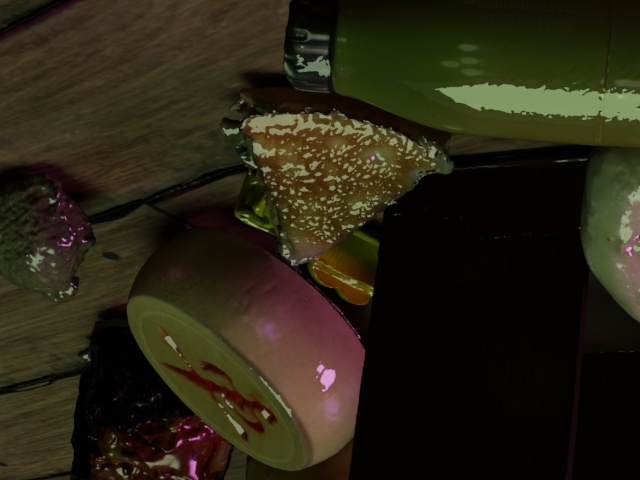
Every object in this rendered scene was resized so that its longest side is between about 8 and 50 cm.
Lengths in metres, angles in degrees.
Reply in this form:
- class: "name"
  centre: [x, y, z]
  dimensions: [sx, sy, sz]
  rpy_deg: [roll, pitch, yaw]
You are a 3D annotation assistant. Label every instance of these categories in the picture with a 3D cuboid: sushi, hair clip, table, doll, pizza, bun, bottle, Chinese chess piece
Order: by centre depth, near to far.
- class: "bottle"
  centre: [0.108, -0.124, 1.163]
  dimensions: [0.260, 0.112, 0.112]
  rpy_deg: [5, 156, 9]
- class: "bun"
  centre: [0.293, -0.034, 1.273]
  dimensions: [0.231, 0.133, 0.231]
  rpy_deg: [-1, 132, -1]
- class: "pizza"
  centre: [0.002, -0.051, 1.410]
  dimensions: [0.185, 0.052, 0.195]
  rpy_deg: [14, 139, -8]
- class: "table"
  centre: [0.171, 0.108, 1.445]
  dimensions: [0.196, 0.282, 0.250]
  rpy_deg: [-3, 153, 25]
- class: "hair clip"
  centre: [0.000, 0.000, 1.525]
  dimensions: [0.173, 0.072, 0.046]
  rpy_deg: [33, 157, -35]
- class: "doll"
  centre: [-0.347, -0.010, 1.604]
  dimensions: [0.286, 0.091, 0.202]
  rpy_deg: [-17, 113, 25]
- class: "Chinese chess piece"
  centre: [-0.066, 0.101, 1.618]
  dimensions: [0.251, 0.097, 0.251]
  rpy_deg: [35, 155, 19]
- class: "sushi"
  centre: [-0.187, 0.208, 1.920]
  dimensions: [0.196, 0.182, 0.343]
  rpy_deg: [17, 153, -2]

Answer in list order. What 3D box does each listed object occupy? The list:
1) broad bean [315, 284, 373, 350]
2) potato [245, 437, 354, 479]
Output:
- class: "broad bean"
  centre: [0.054, 0.075, 1.657]
  dimensions: [0.174, 0.082, 0.124]
  rpy_deg: [-15, 150, 43]
- class: "potato"
  centre: [0.056, 0.242, 1.915]
  dimensions: [0.300, 0.196, 0.246]
  rpy_deg: [6, 134, -37]
